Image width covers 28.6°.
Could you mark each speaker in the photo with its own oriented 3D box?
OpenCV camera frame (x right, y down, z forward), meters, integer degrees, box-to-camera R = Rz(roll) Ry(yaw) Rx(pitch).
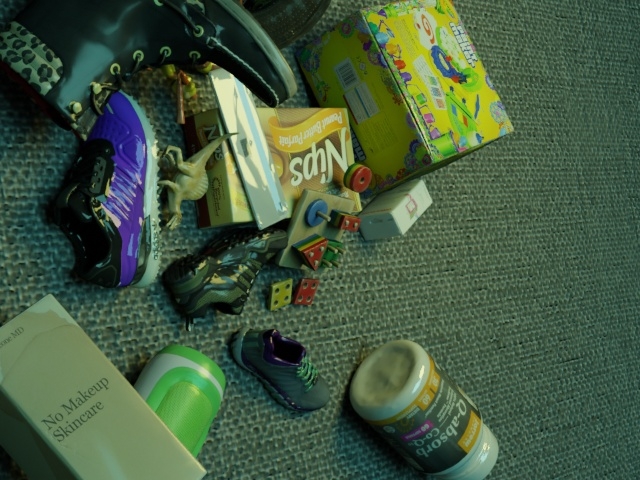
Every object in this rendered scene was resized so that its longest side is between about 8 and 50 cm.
[{"bbox_3d":[-0.243,0.293,1.758,0.131,0.131,0.296,51,48,-28],"label":"speaker"}]

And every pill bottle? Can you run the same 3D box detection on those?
[{"bbox_3d":[0.188,0.313,2.212,0.278,0.162,0.162,46,51,-32],"label":"pill bottle"}]

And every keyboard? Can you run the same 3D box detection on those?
[{"bbox_3d":[-0.111,-0.147,1.956,0.072,0.014,0.256,-26,102,-41],"label":"keyboard"}]

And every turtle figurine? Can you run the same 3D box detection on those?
[{"bbox_3d":[-0.222,-0.294,1.937,0.217,0.087,0.269,-6,72,-58],"label":"turtle figurine"}]

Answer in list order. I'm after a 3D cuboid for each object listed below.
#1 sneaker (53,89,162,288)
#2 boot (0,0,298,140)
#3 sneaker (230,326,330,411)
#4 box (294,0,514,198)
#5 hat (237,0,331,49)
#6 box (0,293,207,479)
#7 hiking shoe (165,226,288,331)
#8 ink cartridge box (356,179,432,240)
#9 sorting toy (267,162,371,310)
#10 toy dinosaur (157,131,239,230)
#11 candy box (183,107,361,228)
[{"bbox_3d":[-0.311,-0.075,1.779,0.146,0.102,0.293,-3,84,-48],"label":"sneaker"},{"bbox_3d":[-0.248,-0.251,1.742,0.377,0.138,0.284,42,78,-7],"label":"boot"},{"bbox_3d":[-0.042,0.211,2.022,0.223,0.098,0.083,38,55,-37],"label":"sneaker"},{"bbox_3d":[0.155,-0.265,2.248,0.279,0.177,0.290,-22,86,-48],"label":"box"},{"bbox_3d":[-0.141,-0.441,1.915,0.331,0.134,0.331,-3,100,-14],"label":"hat"},{"bbox_3d":[-0.310,0.239,1.599,0.311,0.121,0.148,47,52,3],"label":"box"},{"bbox_3d":[-0.139,0.055,1.965,0.227,0.086,0.114,-26,114,-33],"label":"hiking shoe"},{"bbox_3d":[0.133,-0.054,2.284,0.122,0.088,0.052,-44,116,-44],"label":"ink cartridge box"},{"bbox_3d":[0.000,0.000,2.061,0.132,0.046,0.274,11,104,-52],"label":"sorting toy"},{"bbox_3d":[-0.207,-0.107,1.918,0.092,0.053,0.183,32,88,-21],"label":"toy dinosaur"},{"bbox_3d":[-0.072,-0.123,2.068,0.316,0.087,0.183,-6,88,-49],"label":"candy box"}]
